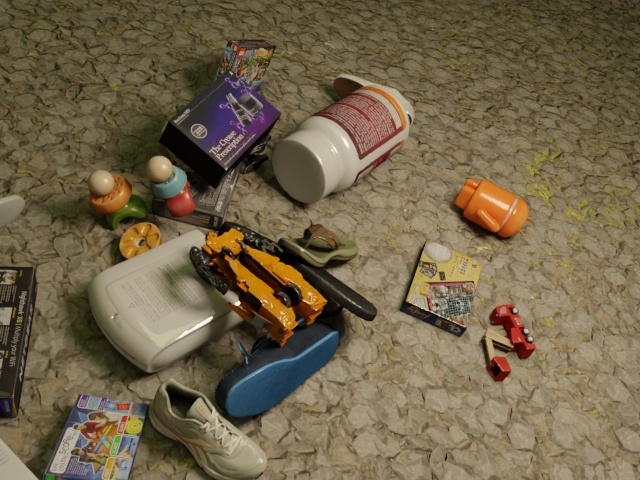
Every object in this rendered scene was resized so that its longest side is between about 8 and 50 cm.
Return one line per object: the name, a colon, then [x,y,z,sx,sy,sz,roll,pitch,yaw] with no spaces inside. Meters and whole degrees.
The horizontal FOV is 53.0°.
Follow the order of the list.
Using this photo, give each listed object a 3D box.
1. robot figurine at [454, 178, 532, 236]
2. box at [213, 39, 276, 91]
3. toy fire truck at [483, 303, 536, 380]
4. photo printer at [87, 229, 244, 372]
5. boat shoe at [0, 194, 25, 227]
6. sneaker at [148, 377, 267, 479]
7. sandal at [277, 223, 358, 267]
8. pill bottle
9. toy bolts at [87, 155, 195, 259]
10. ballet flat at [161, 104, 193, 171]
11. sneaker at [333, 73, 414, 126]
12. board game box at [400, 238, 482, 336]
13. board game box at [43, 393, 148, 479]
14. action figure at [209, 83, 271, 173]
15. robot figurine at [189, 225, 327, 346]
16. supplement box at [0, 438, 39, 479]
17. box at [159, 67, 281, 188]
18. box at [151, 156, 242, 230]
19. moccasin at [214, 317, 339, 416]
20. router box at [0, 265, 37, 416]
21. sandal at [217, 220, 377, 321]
robot figurine: [0.501,-0.090,1.851,0.219,0.128,0.158,30,4,10]
box: [-0.230,-0.524,1.941,0.044,0.159,0.233,32,26,11]
toy fire truck: [0.451,0.245,1.581,0.135,0.047,0.192,-3,49,-18]
photo printer: [-0.327,0.131,1.395,0.307,0.107,0.256,-29,63,-36]
boat shoe: [-0.778,-0.054,1.440,0.070,0.078,0.219,40,51,18]
sneaker: [-0.214,0.358,1.212,0.262,0.121,0.099,29,47,9]
sandal: [-0.001,-0.001,1.555,0.120,0.086,0.303,28,17,24]
pill bottle: [0.059,-0.272,1.809,0.224,0.224,0.392,38,48,17]
toy bolts: [-0.409,-0.090,1.476,0.228,0.158,0.218,-26,57,-3]
ballet flat: [-0.376,-0.270,1.690,0.077,0.091,0.241,-22,53,-11]
sneaker: [0.179,-0.470,2.122,0.290,0.106,0.123,29,42,-5]
board game box: [0.317,0.117,1.659,0.165,0.042,0.243,24,46,5]
board game box: [-0.399,0.365,1.160,0.136,0.035,0.201,11,26,-8]
action figure: [-0.263,-0.325,1.802,0.276,0.164,0.141,46,46,17]
robot figurine: [-0.142,0.084,1.356,0.291,0.085,0.211,38,37,18]
supplement box: [-0.547,0.414,1.061,0.220,0.114,0.111,39,49,16]
box: [-0.250,-0.288,1.630,0.184,0.103,0.261,39,53,-4]
box: [-0.320,-0.143,1.683,0.183,0.056,0.231,13,46,-4]
moccasin: [-0.101,0.262,1.350,0.117,0.138,0.342,27,26,31]
router box: [-0.697,0.188,1.241,0.243,0.081,0.309,2,48,-15]
sandal: [-0.063,0.094,1.510,0.446,0.107,0.167,29,5,25]
